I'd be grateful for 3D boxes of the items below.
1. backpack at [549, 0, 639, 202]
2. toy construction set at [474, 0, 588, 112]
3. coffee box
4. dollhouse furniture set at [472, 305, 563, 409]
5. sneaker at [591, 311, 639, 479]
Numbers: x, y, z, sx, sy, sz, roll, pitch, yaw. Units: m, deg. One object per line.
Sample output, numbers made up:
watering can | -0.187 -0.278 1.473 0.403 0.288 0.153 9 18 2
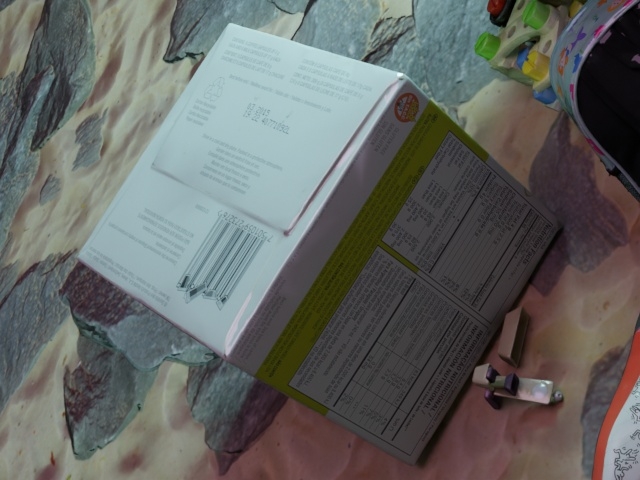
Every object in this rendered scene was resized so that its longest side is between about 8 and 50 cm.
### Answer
backpack | 0.363 -0.159 1.271 0.225 0.253 0.191 -45 23 15
toy construction set | 0.303 -0.307 1.489 0.327 0.151 0.215 -54 17 -8
coffee box | 0.000 0.000 1.451 0.338 0.334 0.338 28 84 49
dollhouse furniture set | 0.226 0.122 1.366 0.081 0.091 0.114 5 66 28
sneaker | 0.357 0.172 1.195 0.145 0.090 0.270 0 64 46
